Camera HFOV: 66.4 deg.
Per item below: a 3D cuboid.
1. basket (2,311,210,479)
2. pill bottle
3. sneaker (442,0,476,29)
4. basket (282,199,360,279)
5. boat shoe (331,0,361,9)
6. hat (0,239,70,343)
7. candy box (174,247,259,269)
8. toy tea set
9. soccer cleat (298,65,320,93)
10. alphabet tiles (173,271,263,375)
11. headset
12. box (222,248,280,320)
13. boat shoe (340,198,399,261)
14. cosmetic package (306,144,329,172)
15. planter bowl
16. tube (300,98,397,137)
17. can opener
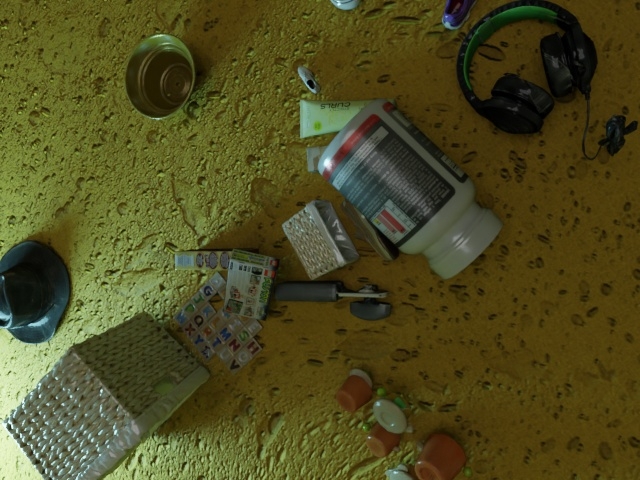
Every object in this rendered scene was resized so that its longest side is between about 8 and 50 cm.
[{"bbox_3d":[-0.522,0.401,1.230,0.331,0.328,0.266,-44,86,16],"label":"basket"},{"bbox_3d":[0.188,-0.103,1.028,0.363,0.210,0.210,45,105,3],"label":"pill bottle"},{"bbox_3d":[0.318,-0.541,1.047,0.068,0.071,0.170,27,100,16],"label":"sneaker"},{"bbox_3d":[0.000,0.000,1.162,0.103,0.113,0.167,-31,83,22],"label":"basket"},{"bbox_3d":[0.047,-0.714,1.087,0.127,0.158,0.341,3,93,19],"label":"boat shoe"},{"bbox_3d":[-0.928,0.164,1.479,0.331,0.134,0.331,1,93,20],"label":"hat"},{"bbox_3d":[-0.264,0.048,1.255,0.186,0.109,0.053,-2,91,20],"label":"candy box"},{"bbox_3d":[0.190,0.431,1.135,0.336,0.124,0.200,55,136,6],"label":"toy tea set"},{"bbox_3d":[-0.030,-0.394,1.192,0.029,0.035,0.083,-35,81,17],"label":"soccer cleat"},{"bbox_3d":[-0.268,0.236,1.318,0.198,0.009,0.237,-44,78,15],"label":"alphabet tiles"},{"bbox_3d":[0.435,-0.315,0.957,0.243,0.185,0.394,-42,68,16],"label":"headset"},{"bbox_3d":[-0.171,0.113,1.187,0.114,0.036,0.207,13,134,-5],"label":"box"},{"bbox_3d":[0.112,-0.024,1.152,0.072,0.068,0.190,-40,70,29],"label":"boat shoe"},{"bbox_3d":[0.028,-0.199,1.178,0.115,0.041,0.060,-5,90,19],"label":"cosmetic package"},{"bbox_3d":[-0.399,-0.422,1.290,0.217,0.090,0.217,1,93,20],"label":"planter bowl"},{"bbox_3d":[0.059,-0.294,1.157,0.240,0.062,0.070,3,54,24],"label":"tube"},{"bbox_3d":[0.027,0.146,1.177,0.283,0.076,0.095,-2,91,20],"label":"can opener"}]
